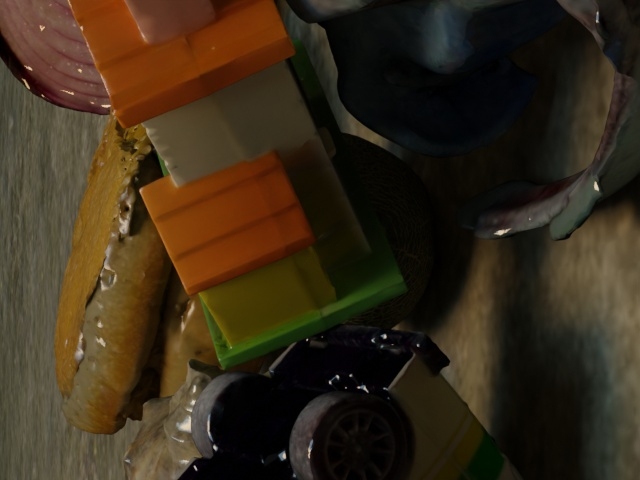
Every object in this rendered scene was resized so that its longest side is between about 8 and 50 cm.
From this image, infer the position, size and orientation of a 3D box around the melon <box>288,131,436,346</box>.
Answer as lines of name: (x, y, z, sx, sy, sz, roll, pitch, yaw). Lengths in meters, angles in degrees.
melon: (0.000, 0.000, 0.996, 0.192, 0.139, 0.139, 178, 93, -67)

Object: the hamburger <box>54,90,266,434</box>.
hamburger: (-0.109, 0.000, 1.203, 0.318, 0.158, 0.319, -173, 90, -81)

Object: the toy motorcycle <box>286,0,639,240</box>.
toy motorcycle: (0.062, -0.120, 0.778, 0.319, 0.182, 0.241, 156, 113, -68)

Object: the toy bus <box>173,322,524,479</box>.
toy bus: (-0.030, 0.203, 0.812, 0.305, 0.179, 0.143, -48, 22, -21)

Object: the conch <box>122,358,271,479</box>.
conch: (-0.009, 0.192, 0.996, 0.291, 0.159, 0.210, 57, -172, -31)

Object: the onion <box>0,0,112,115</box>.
onion: (-0.163, -0.252, 1.351, 0.230, 0.272, 0.256, -73, 8, -53)

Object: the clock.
clock: (-0.069, -0.103, 0.833, 0.255, 0.106, 0.220, 63, -176, -45)
